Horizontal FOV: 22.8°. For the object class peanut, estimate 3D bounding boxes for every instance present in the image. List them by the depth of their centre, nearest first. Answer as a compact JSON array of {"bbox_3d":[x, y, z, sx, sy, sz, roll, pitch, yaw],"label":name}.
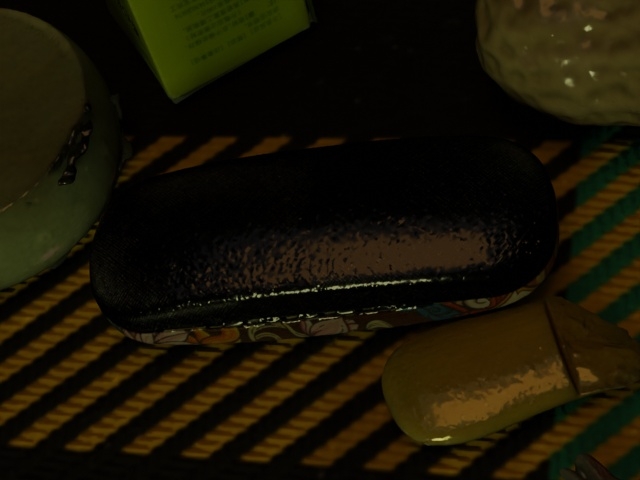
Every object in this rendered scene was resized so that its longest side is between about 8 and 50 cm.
[{"bbox_3d":[0.245,-0.143,1.069,0.291,0.159,0.143,17,36,24],"label":"peanut"}]

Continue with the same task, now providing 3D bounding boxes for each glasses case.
[{"bbox_3d":[0.000,0.000,1.076,0.321,0.082,0.122,-7,53,12],"label":"glasses case"}]

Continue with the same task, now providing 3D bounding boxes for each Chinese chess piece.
[{"bbox_3d":[-0.259,-0.064,1.179,0.237,0.092,0.238,-7,54,10],"label":"Chinese chess piece"}]

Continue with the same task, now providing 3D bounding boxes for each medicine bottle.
[{"bbox_3d":[-0.110,-0.245,1.170,0.141,0.250,0.137,-30,53,-10],"label":"medicine bottle"}]

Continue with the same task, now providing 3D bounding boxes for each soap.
[{"bbox_3d":[0.122,0.078,1.023,0.168,0.033,0.089,-20,54,-1],"label":"soap"}]

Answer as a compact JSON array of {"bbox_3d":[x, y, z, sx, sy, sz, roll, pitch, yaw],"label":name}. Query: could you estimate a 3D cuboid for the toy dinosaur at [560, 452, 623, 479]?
[{"bbox_3d":[0.186,0.238,0.890,0.167,0.053,0.242,-30,57,-34],"label":"toy dinosaur"}]
